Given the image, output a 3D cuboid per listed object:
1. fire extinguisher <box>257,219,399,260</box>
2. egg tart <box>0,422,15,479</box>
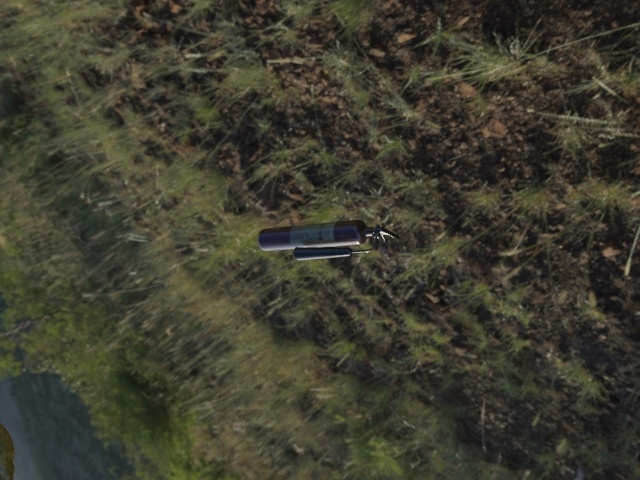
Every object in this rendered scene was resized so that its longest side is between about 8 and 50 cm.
[{"bbox_3d":[0.000,0.000,0.638,0.173,0.049,0.035,-5,112,30],"label":"fire extinguisher"},{"bbox_3d":[-0.224,0.138,0.314,0.105,0.105,0.039,38,-176,18],"label":"egg tart"}]
